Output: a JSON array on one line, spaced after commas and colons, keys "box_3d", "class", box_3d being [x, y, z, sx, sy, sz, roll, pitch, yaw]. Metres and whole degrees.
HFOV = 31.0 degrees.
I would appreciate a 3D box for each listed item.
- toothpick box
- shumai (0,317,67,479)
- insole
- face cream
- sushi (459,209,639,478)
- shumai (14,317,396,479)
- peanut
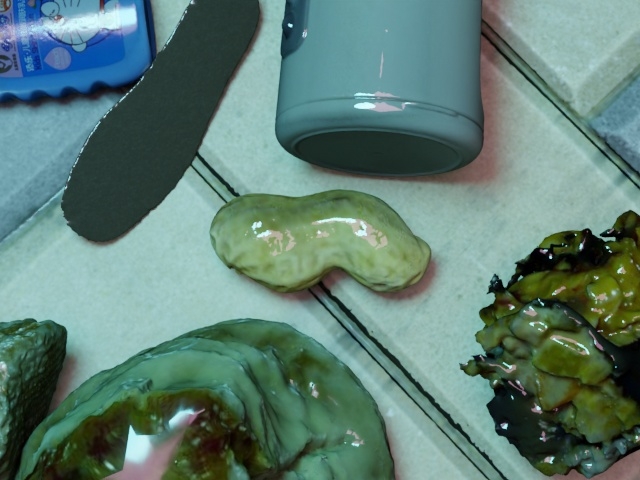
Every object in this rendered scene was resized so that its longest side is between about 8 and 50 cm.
[{"box_3d": [0.057, -0.240, 1.170, 0.229, 0.229, 0.316, 4, 80, 2], "class": "toothpick box"}, {"box_3d": [-0.338, 0.135, 1.131, 0.142, 0.184, 0.184, 17, 81, 5], "class": "shumai"}, {"box_3d": [-0.164, -0.140, 1.232, 0.111, 0.007, 0.328, 34, 84, -29], "class": "insole"}, {"box_3d": [-0.314, -0.224, 1.241, 0.264, 0.083, 0.149, -7, 86, 0], "class": "face cream"}, {"box_3d": [0.263, 0.094, 1.132, 0.213, 0.204, 0.200, -23, 108, 33], "class": "sushi"}, {"box_3d": [-0.123, 0.239, 1.040, 0.397, 0.323, 0.324, -30, 79, -3], "class": "shumai"}, {"box_3d": [0.000, 0.000, 1.192, 0.229, 0.098, 0.103, 1, 122, 2], "class": "peanut"}]
